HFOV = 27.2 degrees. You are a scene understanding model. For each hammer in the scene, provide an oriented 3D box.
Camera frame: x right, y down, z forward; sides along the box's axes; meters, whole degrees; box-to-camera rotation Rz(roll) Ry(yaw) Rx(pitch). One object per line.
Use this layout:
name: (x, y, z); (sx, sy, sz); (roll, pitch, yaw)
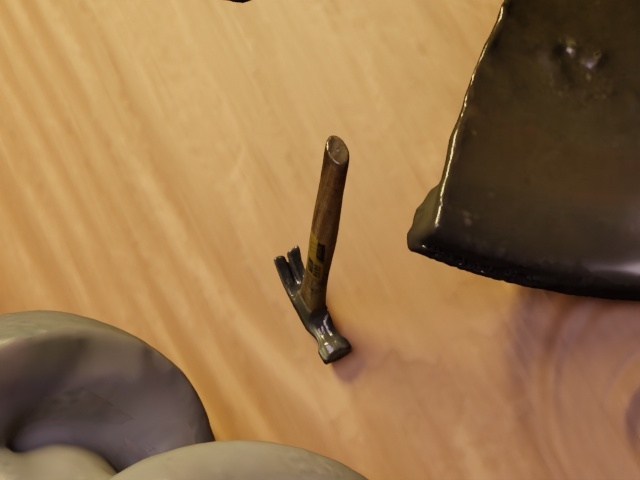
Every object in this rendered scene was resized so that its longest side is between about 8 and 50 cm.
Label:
hammer: (0.000, 0.000, 0.651); (0.017, 0.182, 0.062); (-25, 67, -17)

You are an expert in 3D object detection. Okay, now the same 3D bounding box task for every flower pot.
flower pot: (0.161, -0.173, 0.576); (0.379, 0.379, 0.251); (-3, 52, 19)

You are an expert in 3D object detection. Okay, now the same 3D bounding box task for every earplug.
earplug: (-0.089, 0.163, 0.648); (0.325, 0.175, 0.214); (37, 85, 15)
